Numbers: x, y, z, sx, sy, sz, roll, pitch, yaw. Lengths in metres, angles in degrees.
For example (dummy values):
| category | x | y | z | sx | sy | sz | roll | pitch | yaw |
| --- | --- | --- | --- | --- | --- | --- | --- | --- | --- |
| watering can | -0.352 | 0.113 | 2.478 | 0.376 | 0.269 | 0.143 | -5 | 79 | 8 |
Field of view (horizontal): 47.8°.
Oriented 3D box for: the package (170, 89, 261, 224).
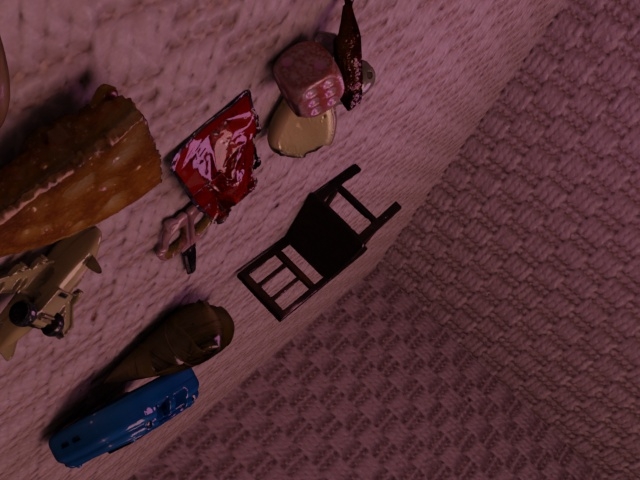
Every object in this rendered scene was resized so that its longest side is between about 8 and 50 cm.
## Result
| category | x | y | z | sx | sy | sz | roll | pitch | yaw |
| --- | --- | --- | --- | --- | --- | --- | --- | --- | --- |
| package | -0.166 | -0.127 | 1.275 | 0.194 | 0.071 | 0.269 | -58 | 169 | -20 |

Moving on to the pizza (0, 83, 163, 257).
| category | x | y | z | sx | sy | sz | roll | pitch | yaw |
| --- | --- | --- | --- | --- | --- | --- | --- | --- | --- |
| pizza | -0.325 | -0.056 | 0.899 | 0.268 | 0.087 | 0.258 | -42 | 172 | -16 |

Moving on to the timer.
| category | x | y | z | sx | sy | sz | roll | pitch | yaw |
| --- | --- | --- | --- | --- | --- | --- | --- | --- | --- |
| timer | -0.471 | 0.429 | 1.766 | 0.309 | 0.115 | 0.340 | -31 | 176 | 28 |

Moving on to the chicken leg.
| category | x | y | z | sx | sy | sz | roll | pitch | yaw |
| --- | --- | --- | --- | --- | --- | --- | --- | --- | --- |
| chicken leg | 0.047 | -0.315 | 1.227 | 0.089 | 0.048 | 0.219 | -93 | 178 | -48 |

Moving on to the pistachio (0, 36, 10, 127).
| category | x | y | z | sx | sy | sz | roll | pitch | yaw |
| --- | --- | --- | --- | --- | --- | --- | --- | --- | --- |
| pistachio | -0.307 | -0.154 | 0.584 | 0.185 | 0.108 | 0.126 | 110 | 2 | -47 |

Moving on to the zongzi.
| category | x | y | z | sx | sy | sz | roll | pitch | yaw |
| --- | --- | --- | --- | --- | --- | --- | --- | --- | --- |
| zongzi | -0.365 | 0.265 | 1.794 | 0.300 | 0.145 | 0.274 | -30 | 173 | -1 |

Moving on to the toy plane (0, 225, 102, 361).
| category | x | y | z | sx | sy | sz | roll | pitch | yaw |
| --- | --- | --- | --- | --- | --- | --- | --- | --- | --- |
| toy plane | -0.405 | 0.077 | 1.056 | 0.244 | 0.092 | 0.229 | -43 | 154 | -2 |

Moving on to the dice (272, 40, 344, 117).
| category | x | y | z | sx | sy | sz | roll | pitch | yaw |
| --- | --- | --- | --- | --- | --- | --- | --- | --- | --- |
| dice | -0.021 | -0.267 | 1.202 | 0.094 | 0.091 | 0.093 | -34 | 156 | -5 |

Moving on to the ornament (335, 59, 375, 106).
| category | x | y | z | sx | sy | sz | roll | pitch | yaw |
| --- | --- | --- | --- | --- | --- | --- | --- | --- | --- |
| ornament | 0.042 | -0.297 | 1.425 | 0.156 | 0.075 | 0.081 | -43 | 174 | -24 |

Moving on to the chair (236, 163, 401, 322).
| category | x | y | z | sx | sy | sz | roll | pitch | yaw |
| --- | --- | --- | --- | --- | --- | --- | --- | --- | --- |
| chair | 0.000 | 0.000 | 1.982 | 0.416 | 0.203 | 0.240 | -37 | 170 | -45 |

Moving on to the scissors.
| category | x | y | z | sx | sy | sz | roll | pitch | yaw |
| --- | --- | --- | --- | --- | --- | --- | --- | --- | --- |
| scissors | -0.268 | 0.006 | 1.462 | 0.160 | 0.024 | 0.317 | -44 | 168 | -23 |

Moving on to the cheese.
| category | x | y | z | sx | sy | sz | roll | pitch | yaw |
| --- | --- | --- | --- | --- | --- | --- | --- | --- | --- |
| cheese | -0.014 | -0.261 | 1.313 | 0.050 | 0.127 | 0.255 | -100 | -158 | -45 |
